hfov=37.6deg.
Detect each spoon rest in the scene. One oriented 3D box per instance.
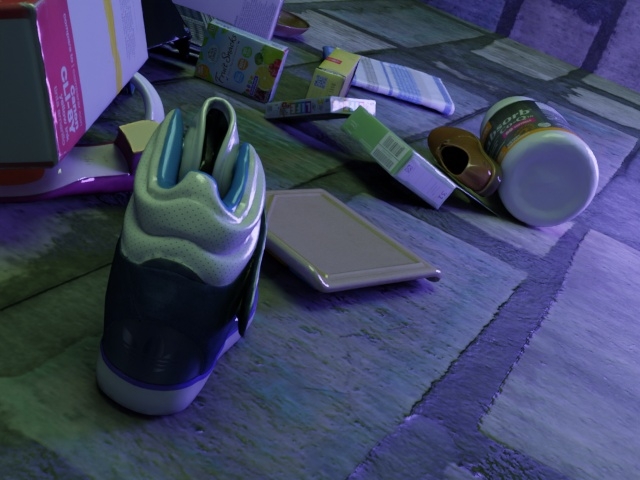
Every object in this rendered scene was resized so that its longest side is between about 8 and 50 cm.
[{"bbox_3d":[-0.331,-0.221,1.273,0.276,0.084,0.137,26,7,8],"label":"spoon rest"}]

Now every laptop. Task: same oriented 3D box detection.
[{"bbox_3d":[-0.323,-0.391,1.514,0.234,0.136,0.264,60,-10,-2],"label":"laptop"}]

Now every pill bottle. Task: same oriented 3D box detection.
[{"bbox_3d":[0.356,-0.145,1.586,0.162,0.162,0.278,17,22,-8],"label":"pill bottle"}]

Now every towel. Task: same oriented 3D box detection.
[{"bbox_3d":[0.143,-0.344,2.028,0.285,0.034,0.209,13,26,-12],"label":"towel"},{"bbox_3d":[-0.296,-0.409,1.803,0.312,0.056,0.324,16,21,-18],"label":"towel"}]

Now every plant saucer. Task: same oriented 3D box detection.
[{"bbox_3d":[-0.122,-0.514,2.185,0.198,0.036,0.198,17,22,-7],"label":"plant saucer"}]

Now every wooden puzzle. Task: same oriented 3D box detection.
[{"bbox_3d":[0.000,0.000,1.128,0.238,0.044,0.221,1,29,-48],"label":"wooden puzzle"}]

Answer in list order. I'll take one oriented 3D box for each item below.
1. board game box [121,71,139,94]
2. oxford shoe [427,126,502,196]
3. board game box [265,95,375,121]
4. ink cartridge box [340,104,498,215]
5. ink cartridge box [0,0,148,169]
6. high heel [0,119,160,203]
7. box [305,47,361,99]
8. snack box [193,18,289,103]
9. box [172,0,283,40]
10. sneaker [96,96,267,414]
[{"bbox_3d":[-0.328,-0.267,1.329,0.136,0.035,0.201,18,-9,-8],"label":"board game box"},{"bbox_3d":[0.216,-0.144,1.520,0.076,0.076,0.212,24,15,-26],"label":"oxford shoe"},{"bbox_3d":[-0.001,-0.213,1.529,0.103,0.026,0.154,-4,4,-44],"label":"board game box"},{"bbox_3d":[0.156,-0.107,1.480,0.235,0.056,0.171,33,10,-41],"label":"ink cartridge box"},{"bbox_3d":[-0.367,-0.214,1.016,0.279,0.160,0.385,-2,26,5],"label":"ink cartridge box"},{"bbox_3d":[-0.291,-0.070,1.044,0.244,0.117,0.082,-23,74,-31],"label":"high heel"},{"bbox_3d":[0.024,-0.295,1.749,0.058,0.087,0.232,21,24,2],"label":"box"},{"bbox_3d":[-0.137,-0.309,1.624,0.141,0.100,0.037,22,23,3],"label":"snack box"},{"bbox_3d":[-0.222,-0.515,2.009,0.275,0.113,0.094,20,22,-4],"label":"box"},{"bbox_3d":[-0.097,-0.020,0.829,0.130,0.236,0.323,19,23,-3],"label":"sneaker"}]
